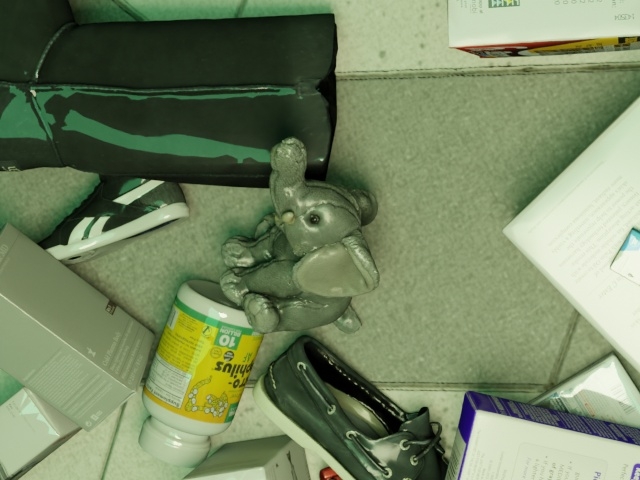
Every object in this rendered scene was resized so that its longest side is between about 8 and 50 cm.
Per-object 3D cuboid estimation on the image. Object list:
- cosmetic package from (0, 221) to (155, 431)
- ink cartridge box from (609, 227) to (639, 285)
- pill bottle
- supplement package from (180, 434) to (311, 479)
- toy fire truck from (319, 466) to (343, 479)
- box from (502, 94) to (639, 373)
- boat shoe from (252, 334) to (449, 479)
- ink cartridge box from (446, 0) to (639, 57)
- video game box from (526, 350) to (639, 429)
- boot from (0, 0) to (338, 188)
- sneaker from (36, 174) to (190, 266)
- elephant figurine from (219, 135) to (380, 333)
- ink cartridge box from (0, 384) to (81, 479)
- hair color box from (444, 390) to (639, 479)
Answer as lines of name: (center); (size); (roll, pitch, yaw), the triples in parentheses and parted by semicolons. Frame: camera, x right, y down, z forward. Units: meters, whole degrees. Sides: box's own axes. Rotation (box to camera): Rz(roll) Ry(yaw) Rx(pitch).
cosmetic package: (-0.328, 0.104, 1.653); (0.238, 0.127, 0.107); (41, 118, -18)
ink cartridge box: (0.346, 0.028, 1.416); (0.083, 0.028, 0.048); (30, 101, 8)
pill bottle: (-0.148, 0.163, 1.667); (0.117, 0.117, 0.208); (22, 99, 10)
supplement package: (-0.082, 0.303, 1.634); (0.105, 0.179, 0.105); (-12, 93, 14)
toy fire truck: (0.089, 0.346, 1.657); (0.135, 0.047, 0.192); (-17, 75, -13)
box: (0.399, 0.033, 1.507); (0.215, 0.168, 0.345); (-45, 85, 12)
boat shoe: (0.082, 0.232, 1.619); (0.340, 0.127, 0.113); (38, 114, 16)
ink cartridge box: (0.281, -0.264, 1.431); (0.271, 0.309, 0.130); (-2, 95, 13)
video game box: (0.319, 0.264, 1.609); (0.187, 0.048, 0.205); (-32, 88, 10)
boot: (-0.197, -0.247, 1.621); (0.445, 0.146, 0.367); (1, 84, 9)
sneaker: (-0.273, -0.049, 1.703); (0.216, 0.079, 0.121); (-20, 81, 13)
elephant figurine: (0.000, 0.000, 1.561); (0.239, 0.186, 0.169); (-46, 69, 42)
ink cartridge box: (-0.388, 0.252, 1.717); (0.190, 0.139, 0.082); (-37, 86, 14)
hair color box: (0.306, 0.297, 1.511); (0.338, 0.110, 0.185); (13, 96, -1)
